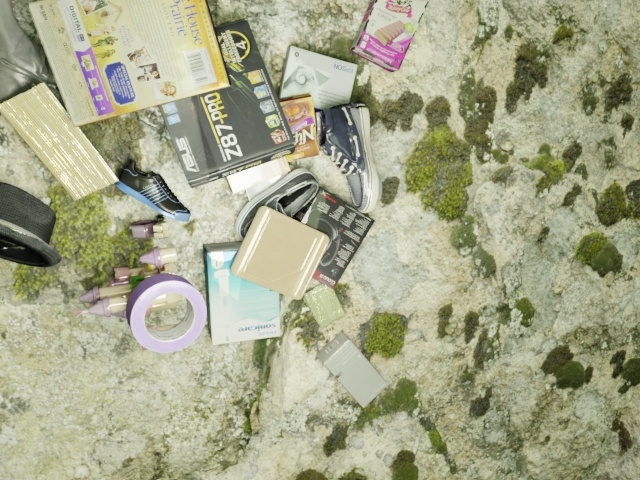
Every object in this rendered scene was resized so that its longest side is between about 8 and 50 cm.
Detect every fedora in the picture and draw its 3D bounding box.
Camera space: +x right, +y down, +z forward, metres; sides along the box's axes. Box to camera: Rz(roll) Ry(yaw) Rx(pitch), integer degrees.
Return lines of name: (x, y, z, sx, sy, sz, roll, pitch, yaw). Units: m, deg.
fedora: (-0.830, -0.057, 1.378, 0.334, 0.334, 0.153, 22, 65, -20)

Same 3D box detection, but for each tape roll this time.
tape roll: (-0.393, 0.184, 1.339, 0.189, 0.080, 0.189, -7, 105, -27)

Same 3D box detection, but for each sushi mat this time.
sushi mat: (-0.699, -0.255, 1.412, 0.151, 0.019, 0.316, -24, 122, 8)

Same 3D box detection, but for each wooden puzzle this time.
wooden puzzle: (-0.120, 0.039, 1.568, 0.238, 0.044, 0.221, 25, 92, -21)

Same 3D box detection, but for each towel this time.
towel: (0.014, 0.219, 1.780, 0.110, 0.027, 0.148, -29, 108, -8)

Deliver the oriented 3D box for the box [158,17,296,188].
box: (-0.283, -0.382, 1.464, 0.318, 0.097, 0.395, -20, 87, -8)

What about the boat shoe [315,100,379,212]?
boat shoe: (0.071, -0.246, 1.586, 0.158, 0.127, 0.341, -9, 92, -28)

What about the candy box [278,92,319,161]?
candy box: (-0.069, -0.341, 1.592, 0.109, 0.053, 0.187, -13, 121, -9)

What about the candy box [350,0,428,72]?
candy box: (0.212, -0.665, 1.621, 0.159, 0.071, 0.233, 21, 95, -19)

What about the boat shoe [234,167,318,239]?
boat shoe: (-0.132, -0.095, 1.605, 0.301, 0.102, 0.108, -37, 131, 2)

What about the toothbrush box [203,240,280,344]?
toothbrush box: (-0.245, 0.156, 1.636, 0.216, 0.126, 0.296, -6, 103, -17)

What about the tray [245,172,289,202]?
tray: (-0.190, -0.259, 1.613, 0.145, 0.030, 0.270, -20, 107, -11)

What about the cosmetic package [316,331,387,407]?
cosmetic package: (0.110, 0.448, 1.819, 0.127, 0.107, 0.238, -43, 107, -7)

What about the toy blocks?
toy blocks: (-0.536, 0.118, 1.456, 0.260, 0.288, 0.309, -9, 107, -20)

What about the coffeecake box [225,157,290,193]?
coffeecake box: (-0.203, -0.240, 1.560, 0.185, 0.068, 0.142, -23, 106, -10)

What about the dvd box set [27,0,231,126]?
dvd box set: (-0.470, -0.490, 1.326, 0.420, 0.062, 0.308, -15, 107, 1)

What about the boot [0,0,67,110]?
boot: (-0.748, -0.500, 1.364, 0.222, 0.118, 0.338, 5, 111, -20)

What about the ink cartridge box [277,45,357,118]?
ink cartridge box: (-0.015, -0.456, 1.613, 0.223, 0.045, 0.224, 9, 100, -18)

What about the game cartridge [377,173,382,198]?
game cartridge: (0.177, -0.179, 1.747, 0.056, 0.017, 0.083, -8, 104, -11)

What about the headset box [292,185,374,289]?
headset box: (0.000, 0.000, 1.683, 0.218, 0.110, 0.293, 29, 92, -20)

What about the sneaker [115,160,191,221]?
sneaker: (-0.471, -0.141, 1.529, 0.232, 0.081, 0.090, 30, 99, -19)
